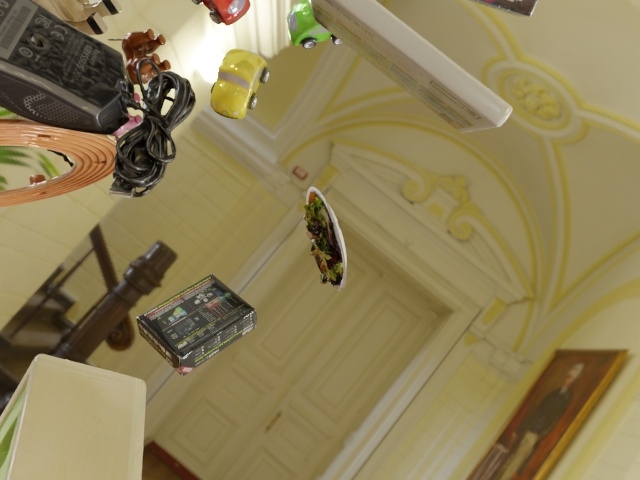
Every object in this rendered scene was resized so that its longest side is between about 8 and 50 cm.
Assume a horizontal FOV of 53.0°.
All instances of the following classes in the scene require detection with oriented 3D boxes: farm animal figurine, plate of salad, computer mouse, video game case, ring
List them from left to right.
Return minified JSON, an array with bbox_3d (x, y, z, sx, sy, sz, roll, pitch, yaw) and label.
[{"bbox_3d":[-0.411,-0.090,0.769,0.336,0.337,0.032,121,-43,-81],"label":"ring"},{"bbox_3d":[-0.271,-0.157,0.643,0.272,0.188,0.072,30,-47,-23],"label":"computer mouse"},{"bbox_3d":[-0.400,-0.304,0.987,0.330,0.172,0.326,-65,137,-60],"label":"farm animal figurine"},{"bbox_3d":[0.000,0.000,1.188,0.200,0.048,0.199,164,-90,-75],"label":"plate of salad"},{"bbox_3d":[0.083,-0.191,0.668,0.227,0.026,0.206,37,8,-2],"label":"video game case"}]

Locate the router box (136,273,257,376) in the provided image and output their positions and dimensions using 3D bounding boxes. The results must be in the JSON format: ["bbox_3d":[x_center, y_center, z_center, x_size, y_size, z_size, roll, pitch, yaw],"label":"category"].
[{"bbox_3d":[-0.157,0.105,0.821,0.092,0.122,0.038,36,-40,31],"label":"router box"}]

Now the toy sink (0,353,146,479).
[{"bbox_3d":[-0.269,0.258,0.633,0.131,0.152,0.234,23,33,-28],"label":"toy sink"}]

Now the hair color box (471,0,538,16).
[{"bbox_3d":[0.097,-0.384,0.703,0.347,0.173,0.105,20,22,4],"label":"hair color box"}]

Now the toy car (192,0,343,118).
[{"bbox_3d":[-0.060,-0.295,0.872,0.053,0.225,0.238,103,-25,-76],"label":"toy car"}]
